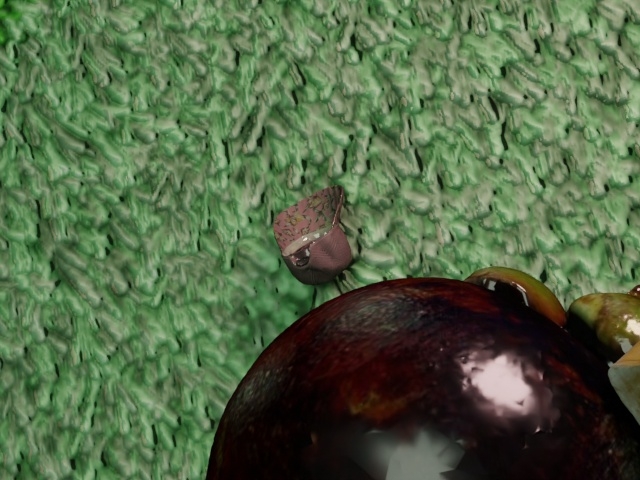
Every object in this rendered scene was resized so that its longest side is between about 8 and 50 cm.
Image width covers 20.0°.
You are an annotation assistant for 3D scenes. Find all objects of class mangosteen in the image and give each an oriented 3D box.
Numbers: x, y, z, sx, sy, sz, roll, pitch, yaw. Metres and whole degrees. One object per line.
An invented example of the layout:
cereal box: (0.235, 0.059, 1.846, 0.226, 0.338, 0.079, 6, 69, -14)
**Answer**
mangosteen: (0.082, 0.154, 1.072, 0.311, 0.311, 0.311, -8, 70, 22)

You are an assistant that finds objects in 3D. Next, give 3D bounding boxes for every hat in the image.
hat: (0.001, -0.001, 1.298, 0.058, 0.042, 0.087, -25, 30, 16)

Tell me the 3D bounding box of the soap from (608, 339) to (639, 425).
soap: (0.276, 0.068, 1.039, 0.140, 0.232, 0.073, 53, 133, 6)
